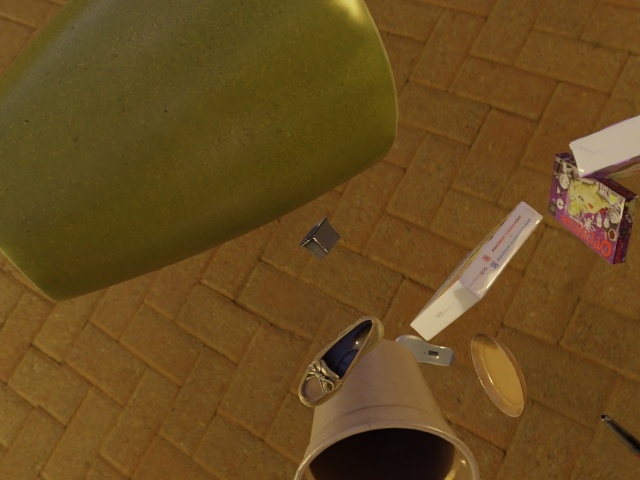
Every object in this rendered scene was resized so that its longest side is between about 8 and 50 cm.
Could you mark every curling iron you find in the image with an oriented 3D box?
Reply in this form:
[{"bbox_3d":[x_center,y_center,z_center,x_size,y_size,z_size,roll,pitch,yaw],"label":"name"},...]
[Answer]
[{"bbox_3d":[0.709,0.470,1.314,0.035,0.068,0.274,-41,100,15],"label":"curling iron"}]

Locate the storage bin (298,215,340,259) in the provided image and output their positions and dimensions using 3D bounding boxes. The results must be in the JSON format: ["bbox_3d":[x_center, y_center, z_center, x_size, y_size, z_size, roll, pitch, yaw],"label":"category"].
[{"bbox_3d":[0.000,0.000,2.047,0.091,0.098,0.135,45,47,-6],"label":"storage bin"}]

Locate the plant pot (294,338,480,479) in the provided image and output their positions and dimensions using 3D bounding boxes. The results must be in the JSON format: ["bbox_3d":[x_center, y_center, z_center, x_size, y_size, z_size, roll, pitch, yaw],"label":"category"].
[{"bbox_3d":[0.114,0.369,1.192,0.333,0.334,0.306,-20,28,10],"label":"plant pot"}]

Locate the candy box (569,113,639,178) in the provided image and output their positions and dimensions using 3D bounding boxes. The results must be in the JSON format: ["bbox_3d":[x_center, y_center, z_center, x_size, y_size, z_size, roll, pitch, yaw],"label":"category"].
[{"bbox_3d":[0.568,-0.168,1.060,0.164,0.196,0.070,-23,77,45],"label":"candy box"}]

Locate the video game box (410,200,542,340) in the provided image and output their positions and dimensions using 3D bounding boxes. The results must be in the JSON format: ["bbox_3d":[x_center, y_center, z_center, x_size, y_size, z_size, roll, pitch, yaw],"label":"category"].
[{"bbox_3d":[0.240,0.054,0.942,0.048,0.205,0.187,39,62,8],"label":"video game box"}]

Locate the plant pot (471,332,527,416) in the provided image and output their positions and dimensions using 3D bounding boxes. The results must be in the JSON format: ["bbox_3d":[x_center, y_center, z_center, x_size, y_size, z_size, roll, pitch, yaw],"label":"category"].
[{"bbox_3d":[0.487,0.358,1.619,0.032,0.236,0.236,-19,60,-12],"label":"plant pot"}]

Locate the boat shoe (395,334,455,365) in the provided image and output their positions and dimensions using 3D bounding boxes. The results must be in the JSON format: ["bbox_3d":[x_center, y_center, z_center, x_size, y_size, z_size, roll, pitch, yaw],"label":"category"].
[{"bbox_3d":[0.265,0.302,1.610,0.183,0.083,0.065,20,70,-20],"label":"boat shoe"}]

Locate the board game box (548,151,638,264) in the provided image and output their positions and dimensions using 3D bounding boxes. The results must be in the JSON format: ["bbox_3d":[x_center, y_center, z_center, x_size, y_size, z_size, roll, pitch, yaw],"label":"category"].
[{"bbox_3d":[0.788,-0.104,1.760,0.056,0.208,0.347,-12,29,-6],"label":"board game box"}]

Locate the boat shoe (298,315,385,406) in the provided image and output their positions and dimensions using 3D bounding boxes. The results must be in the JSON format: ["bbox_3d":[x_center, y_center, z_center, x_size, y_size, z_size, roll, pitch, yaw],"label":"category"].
[{"bbox_3d":[0.024,0.160,0.801,0.153,0.048,0.056,-44,68,3],"label":"boat shoe"}]

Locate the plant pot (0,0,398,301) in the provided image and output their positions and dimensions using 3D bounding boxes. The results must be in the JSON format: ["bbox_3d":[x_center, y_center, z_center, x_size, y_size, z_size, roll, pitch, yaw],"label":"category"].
[{"bbox_3d":[-0.136,-0.093,0.497,0.293,0.275,0.274,-39,59,-15],"label":"plant pot"}]
